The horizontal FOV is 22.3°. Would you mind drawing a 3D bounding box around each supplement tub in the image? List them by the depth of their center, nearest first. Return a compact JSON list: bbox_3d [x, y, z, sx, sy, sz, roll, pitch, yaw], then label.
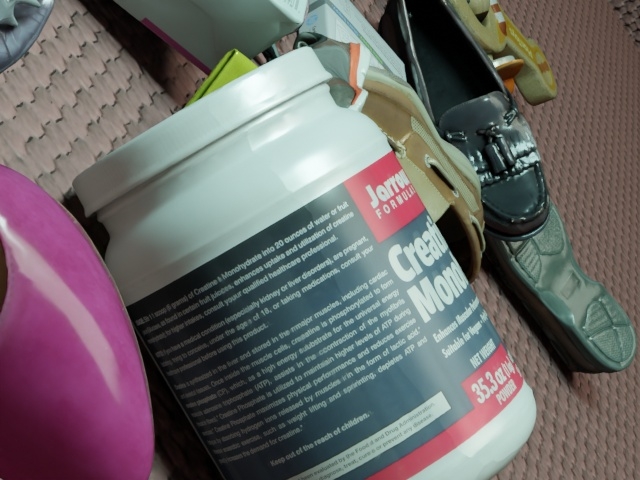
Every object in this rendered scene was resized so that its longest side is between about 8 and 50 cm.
[{"bbox_3d":[-0.010,0.041,0.987,0.272,0.191,0.191,60,21,-3],"label":"supplement tub"}]

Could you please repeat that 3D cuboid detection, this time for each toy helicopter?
[{"bbox_3d":[0.204,-0.240,1.905,0.355,0.140,0.235,34,36,-54],"label":"toy helicopter"}]

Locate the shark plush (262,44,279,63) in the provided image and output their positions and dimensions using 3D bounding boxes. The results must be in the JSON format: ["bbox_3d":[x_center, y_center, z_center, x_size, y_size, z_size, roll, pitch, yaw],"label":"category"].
[{"bbox_3d":[-0.057,-0.224,1.362,0.067,0.073,0.161,-36,103,-41],"label":"shark plush"}]

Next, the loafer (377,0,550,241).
[{"bbox_3d":[0.139,-0.138,1.635,0.095,0.109,0.302,91,-24,-62],"label":"loafer"}]

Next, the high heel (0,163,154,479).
[{"bbox_3d":[-0.220,-0.015,0.671,0.377,0.127,0.181,45,12,0],"label":"high heel"}]

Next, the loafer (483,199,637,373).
[{"bbox_3d":[0.224,0.036,1.707,0.096,0.084,0.267,-42,100,-36],"label":"loafer"}]

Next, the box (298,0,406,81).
[{"bbox_3d":[0.034,-0.149,1.538,0.145,0.038,0.186,45,27,-35],"label":"box"}]

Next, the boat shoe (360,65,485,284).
[{"bbox_3d":[0.055,-0.046,1.347,0.324,0.123,0.116,28,40,-52],"label":"boat shoe"}]

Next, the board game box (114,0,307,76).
[{"bbox_3d":[-0.103,-0.300,1.220,0.224,0.097,0.303,38,41,-26],"label":"board game box"}]

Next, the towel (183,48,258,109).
[{"bbox_3d":[-0.025,-0.046,1.202,0.021,0.102,0.237,36,0,43],"label":"towel"}]

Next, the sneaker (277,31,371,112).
[{"bbox_3d":[-0.006,-0.101,1.130,0.065,0.061,0.158,24,25,-8],"label":"sneaker"}]

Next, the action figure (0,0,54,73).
[{"bbox_3d":[-0.237,-0.181,0.833,0.185,0.099,0.285,49,3,19],"label":"action figure"}]

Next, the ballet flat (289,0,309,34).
[{"bbox_3d":[-0.079,-0.279,1.416,0.221,0.077,0.079,60,2,-16],"label":"ballet flat"}]
